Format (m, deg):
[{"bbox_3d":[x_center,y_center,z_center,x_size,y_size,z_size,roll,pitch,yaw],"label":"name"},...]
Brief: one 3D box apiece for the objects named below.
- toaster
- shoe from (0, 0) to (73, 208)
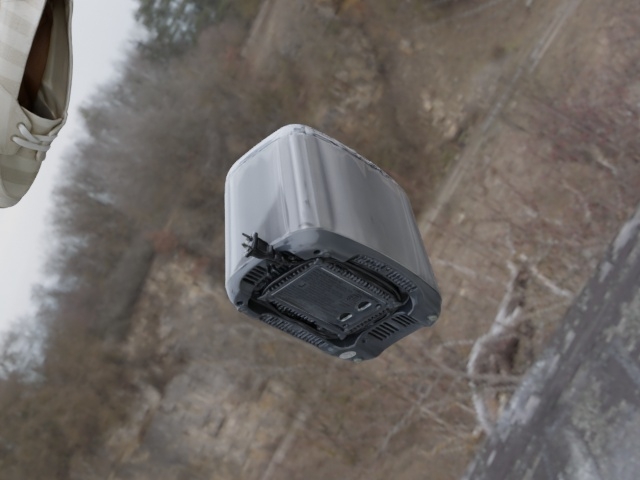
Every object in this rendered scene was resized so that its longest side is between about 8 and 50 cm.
[{"bbox_3d":[0.000,0.000,0.871,0.129,0.227,0.146,-35,46,29],"label":"toaster"},{"bbox_3d":[-0.249,-0.130,0.835,0.076,0.058,0.219,-8,-68,-60],"label":"shoe"}]
